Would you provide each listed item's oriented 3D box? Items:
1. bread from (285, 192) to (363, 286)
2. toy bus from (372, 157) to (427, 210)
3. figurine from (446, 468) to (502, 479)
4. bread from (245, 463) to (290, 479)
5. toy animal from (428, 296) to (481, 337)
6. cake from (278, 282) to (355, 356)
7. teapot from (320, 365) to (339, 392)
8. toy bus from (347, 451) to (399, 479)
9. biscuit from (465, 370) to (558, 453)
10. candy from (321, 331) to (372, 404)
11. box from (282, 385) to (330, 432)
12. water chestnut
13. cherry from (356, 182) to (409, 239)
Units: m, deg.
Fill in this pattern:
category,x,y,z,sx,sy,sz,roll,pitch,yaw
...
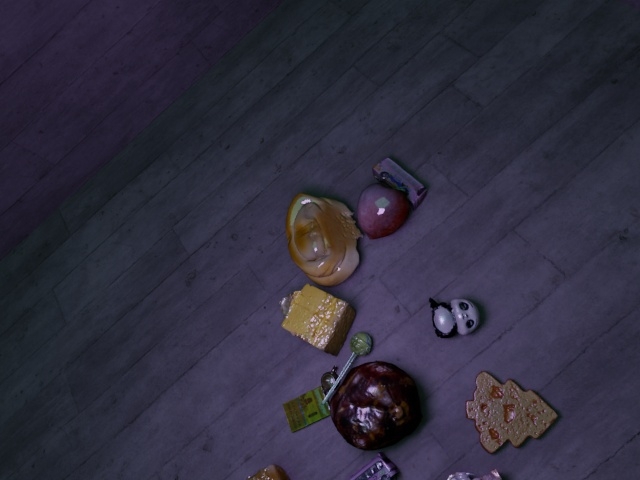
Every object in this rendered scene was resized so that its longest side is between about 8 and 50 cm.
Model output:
category,x,y,z,sx,sy,sz,roll,pitch,yaw
bread,0.011,-0.014,1.956,0.329,0.245,0.424,-20,61,12
toy bus,0.361,-0.262,2.005,0.112,0.090,0.274,-40,63,-7
figurine,0.519,0.871,1.493,0.236,0.141,0.163,-24,59,12
bread,-0.190,1.008,1.698,0.195,0.176,0.246,-34,47,-6
toy animal,0.526,0.289,1.708,0.179,0.138,0.166,-14,83,21
cake,-0.028,0.324,1.859,0.286,0.227,0.222,23,76,24
teapot,0.039,0.578,1.825,0.076,0.068,0.121,22,80,26
toy bus,0.191,0.892,1.638,0.199,0.096,0.108,-42,58,6
biscuit,0.683,0.622,1.579,0.306,0.043,0.284,-2,69,18
candy,0.101,0.524,1.789,0.092,0.093,0.335,29,75,26
box,-0.054,0.705,1.836,0.193,0.030,0.121,-28,64,9
water chestnut,0.188,0.601,1.653,0.335,0.335,0.347,-52,32,-3
cherry,0.261,-0.127,1.925,0.239,0.206,0.239,-5,70,13
